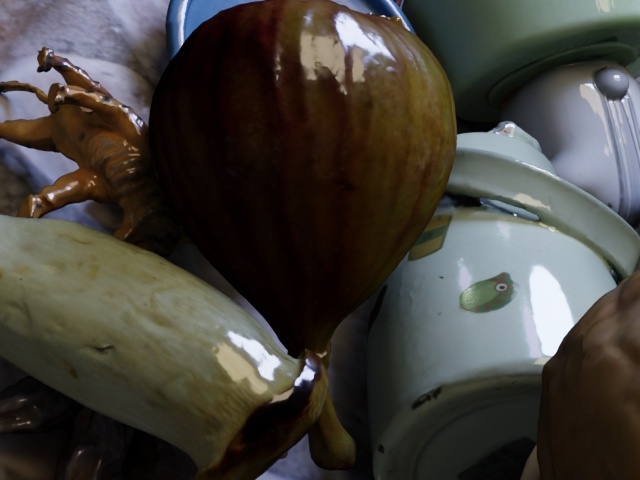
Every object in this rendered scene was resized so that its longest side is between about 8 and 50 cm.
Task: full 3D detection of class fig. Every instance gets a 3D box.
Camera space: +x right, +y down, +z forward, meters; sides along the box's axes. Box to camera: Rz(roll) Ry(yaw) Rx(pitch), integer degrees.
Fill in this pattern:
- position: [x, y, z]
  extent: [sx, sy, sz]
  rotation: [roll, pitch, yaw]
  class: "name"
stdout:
- position: [0.000, 0.000, 0.843]
  extent: [0.217, 0.217, 0.320]
  rotation: [-9, 90, -44]
  class: "fig"

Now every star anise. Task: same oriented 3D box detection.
- position: [-0.111, 0.108, 0.834]
  extent: [0.197, 0.073, 0.212]
  rotation: [27, 39, -7]
  class: "star anise"

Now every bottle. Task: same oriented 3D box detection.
- position: [0.143, 0.043, 0.983]
  extent: [0.229, 0.229, 0.351]
  rotation: [21, 38, -18]
  class: "bottle"

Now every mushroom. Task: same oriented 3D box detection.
- position: [-0.146, 0.045, 0.766]
  extent: [0.333, 0.087, 0.107]
  rotation: [26, 54, 25]
  class: "mushroom"

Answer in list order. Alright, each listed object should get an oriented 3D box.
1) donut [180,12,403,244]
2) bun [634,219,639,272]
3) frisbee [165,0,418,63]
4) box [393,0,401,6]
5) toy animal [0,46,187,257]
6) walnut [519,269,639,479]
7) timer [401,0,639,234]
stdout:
- position: [-0.026, -0.082, 1.029]
  extent: [0.101, 0.259, 0.152]
  rotation: [61, 7, 10]
  class: "donut"
- position: [0.451, 0.025, 1.115]
  extent: [0.227, 0.352, 0.348]
  rotation: [-4, 71, -20]
  class: "bun"
- position: [-0.021, -0.164, 1.205]
  extent: [0.290, 0.049, 0.289]
  rotation: [12, 63, -25]
  class: "frisbee"
- position: [-0.036, -0.379, 1.423]
  extent: [0.263, 0.108, 0.403]
  rotation: [18, 38, -22]
  class: "box"
- position: [-0.189, -0.087, 0.945]
  extent: [0.116, 0.114, 0.255]
  rotation: [16, 19, -39]
  class: "toy animal"
- position: [0.243, 0.143, 0.684]
  extent: [0.296, 0.285, 0.285]
  rotation: [51, 27, -29]
  class: "walnut"
- position: [0.261, -0.146, 1.308]
  extent: [0.291, 0.291, 0.315]
  rotation: [-3, 73, -40]
  class: "timer"
